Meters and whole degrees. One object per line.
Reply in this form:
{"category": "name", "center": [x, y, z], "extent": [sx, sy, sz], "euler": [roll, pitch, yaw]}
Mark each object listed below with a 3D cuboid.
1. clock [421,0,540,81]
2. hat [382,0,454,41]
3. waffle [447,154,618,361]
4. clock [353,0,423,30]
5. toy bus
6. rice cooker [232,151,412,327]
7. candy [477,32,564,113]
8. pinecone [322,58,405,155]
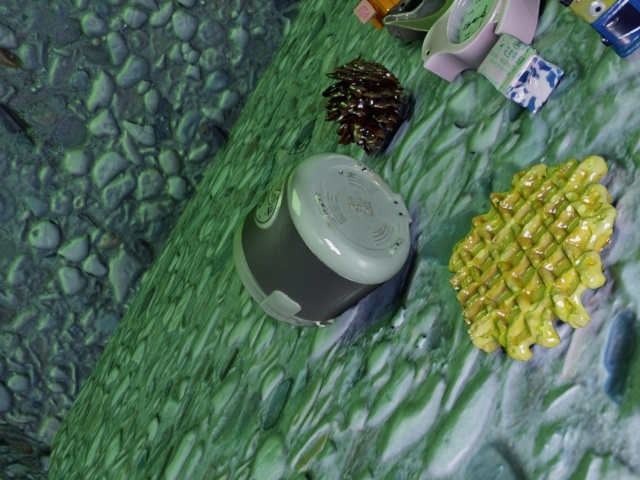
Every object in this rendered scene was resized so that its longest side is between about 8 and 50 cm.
{"category": "clock", "center": [0.324, -0.479, 1.504], "extent": [0.275, 0.080, 0.290], "euler": [-17, 55, 61]}
{"category": "hat", "center": [0.278, -0.518, 1.736], "extent": [0.214, 0.149, 0.244], "euler": [-44, 56, -4]}
{"category": "waffle", "center": [0.279, 0.027, 1.037], "extent": [0.307, 0.060, 0.312], "euler": [-32, 33, 52]}
{"category": "clock", "center": [0.193, -0.632, 1.862], "extent": [0.220, 0.106, 0.255], "euler": [-42, -3, 39]}
{"category": "toy bus", "center": [0.416, -0.418, 1.138], "extent": [0.138, 0.175, 0.288], "euler": [-48, 24, 28]}
{"category": "rice cooker", "center": [-0.003, 0.000, 1.413], "extent": [0.277, 0.288, 0.288], "euler": [-40, 29, 43]}
{"category": "candy", "center": [0.341, -0.291, 1.286], "extent": [0.092, 0.073, 0.160], "euler": [-57, 21, 21]}
{"category": "pinecone", "center": [0.092, -0.306, 1.710], "extent": [0.179, 0.184, 0.205], "euler": [-16, -52, -61]}
